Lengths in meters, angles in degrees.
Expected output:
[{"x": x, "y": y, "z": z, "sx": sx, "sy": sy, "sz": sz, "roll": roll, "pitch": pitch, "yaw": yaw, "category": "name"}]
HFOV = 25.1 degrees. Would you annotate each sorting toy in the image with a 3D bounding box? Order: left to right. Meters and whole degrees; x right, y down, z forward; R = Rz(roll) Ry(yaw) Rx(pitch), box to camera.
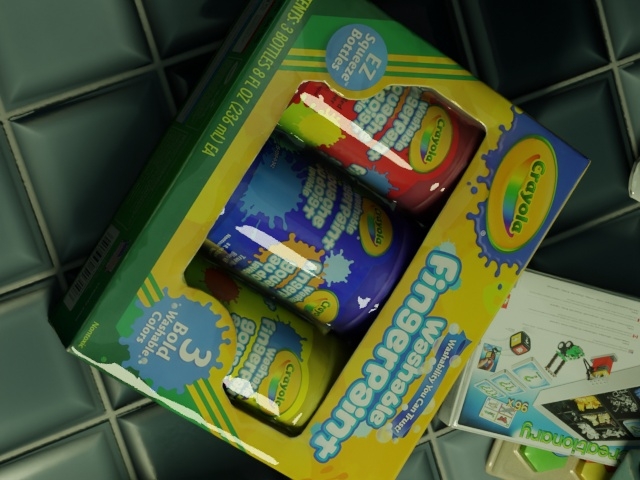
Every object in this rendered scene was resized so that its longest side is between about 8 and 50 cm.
[{"x": 0.312, "y": 0.213, "z": 1.684, "sx": 0.208, "sy": 0.038, "sz": 0.193, "roll": 20, "pitch": 92, "yaw": -20, "category": "sorting toy"}]

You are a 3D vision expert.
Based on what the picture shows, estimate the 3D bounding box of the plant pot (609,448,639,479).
[{"x": 0.423, "y": 0.413, "z": 1.628, "sx": 0.247, "sy": 0.247, "sz": 0.252, "roll": 7, "pitch": 141, "yaw": -17, "category": "plant pot"}]

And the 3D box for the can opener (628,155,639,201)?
[{"x": 0.481, "y": -0.028, "z": 1.667, "sx": 0.283, "sy": 0.095, "sz": 0.076, "roll": 26, "pitch": 91, "yaw": -20, "category": "can opener"}]

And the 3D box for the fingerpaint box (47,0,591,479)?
[{"x": 0.000, "y": 0.000, "z": 1.478, "sx": 0.371, "sy": 0.163, "sz": 0.445, "roll": 33, "pitch": 88, "yaw": -20, "category": "fingerpaint box"}]

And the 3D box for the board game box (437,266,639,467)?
[{"x": 0.302, "y": 0.148, "z": 1.628, "sx": 0.305, "sy": 0.053, "sz": 0.193, "roll": 16, "pitch": 94, "yaw": -15, "category": "board game box"}]
